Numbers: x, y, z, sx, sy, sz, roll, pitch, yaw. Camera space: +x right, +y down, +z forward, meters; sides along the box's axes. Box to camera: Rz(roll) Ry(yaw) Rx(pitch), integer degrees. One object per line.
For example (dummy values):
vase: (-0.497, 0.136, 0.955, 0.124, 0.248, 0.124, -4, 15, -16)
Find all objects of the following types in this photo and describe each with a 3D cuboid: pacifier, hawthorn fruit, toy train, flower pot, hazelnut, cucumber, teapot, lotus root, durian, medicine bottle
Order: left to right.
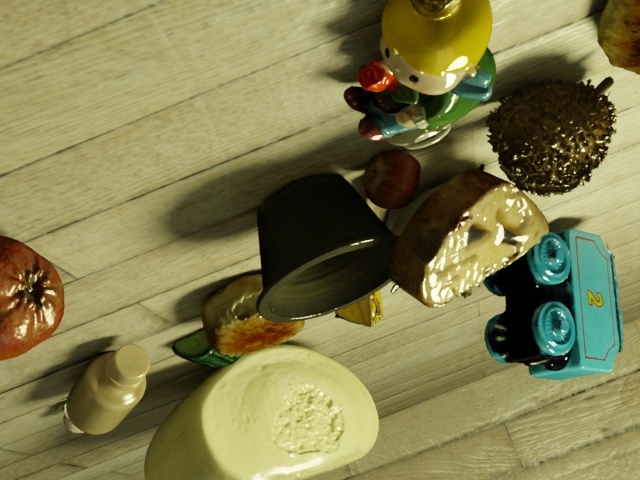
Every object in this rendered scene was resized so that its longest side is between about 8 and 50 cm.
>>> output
hawthorn fruit: (-0.451, 0.077, 1.152, 0.285, 0.165, 0.165, -6, 172, 40)
teapot: (-0.504, 0.352, 1.857, 0.083, 0.064, 0.064, 13, 148, 1)
medicine bottle: (-0.382, 0.266, 1.662, 0.114, 0.114, 0.252, -6, 155, -33)
cucumber: (-0.210, 0.209, 1.760, 0.116, 0.062, 0.115, -26, 155, 12)
flower pot: (0.000, 0.000, 1.299, 0.235, 0.148, 0.235, -18, 157, -8)
hazelnut: (0.100, -0.085, 1.284, 0.086, 0.086, 0.086, -18, 159, -7)
pacifier: (0.121, -0.159, 1.138, 0.099, 0.081, 0.078, -23, 131, 7)
lotus root: (0.208, -0.013, 1.250, 0.261, 0.074, 0.170, -32, 133, -20)
toy train: (0.472, 0.120, 1.845, 0.265, 0.300, 0.188, 10, 160, -32)
durian: (0.325, -0.153, 1.247, 0.196, 0.167, 0.196, -42, 174, -5)

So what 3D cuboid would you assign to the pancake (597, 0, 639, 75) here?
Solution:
pancake: (0.482, -0.301, 1.113, 0.305, 0.067, 0.427, -22, 158, -2)

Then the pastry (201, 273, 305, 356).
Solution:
pastry: (-0.120, 0.130, 1.593, 0.182, 0.093, 0.192, -18, 155, -4)

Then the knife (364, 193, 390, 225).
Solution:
knife: (0.086, -0.020, 1.491, 0.089, 0.043, 0.365, -50, 165, -19)

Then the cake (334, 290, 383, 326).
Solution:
cake: (0.089, 0.139, 1.796, 0.080, 0.116, 0.185, -13, 154, -24)

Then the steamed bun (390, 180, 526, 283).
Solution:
steamed bun: (0.214, -0.018, 1.469, 0.170, 0.152, 0.239, 11, 154, -40)

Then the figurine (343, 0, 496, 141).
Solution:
figurine: (0.096, -0.194, 0.964, 0.185, 0.127, 0.234, -17, 171, 13)

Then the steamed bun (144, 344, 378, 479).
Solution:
steamed bun: (-0.141, 0.405, 2.003, 0.456, 0.290, 0.371, -6, 160, -39)
